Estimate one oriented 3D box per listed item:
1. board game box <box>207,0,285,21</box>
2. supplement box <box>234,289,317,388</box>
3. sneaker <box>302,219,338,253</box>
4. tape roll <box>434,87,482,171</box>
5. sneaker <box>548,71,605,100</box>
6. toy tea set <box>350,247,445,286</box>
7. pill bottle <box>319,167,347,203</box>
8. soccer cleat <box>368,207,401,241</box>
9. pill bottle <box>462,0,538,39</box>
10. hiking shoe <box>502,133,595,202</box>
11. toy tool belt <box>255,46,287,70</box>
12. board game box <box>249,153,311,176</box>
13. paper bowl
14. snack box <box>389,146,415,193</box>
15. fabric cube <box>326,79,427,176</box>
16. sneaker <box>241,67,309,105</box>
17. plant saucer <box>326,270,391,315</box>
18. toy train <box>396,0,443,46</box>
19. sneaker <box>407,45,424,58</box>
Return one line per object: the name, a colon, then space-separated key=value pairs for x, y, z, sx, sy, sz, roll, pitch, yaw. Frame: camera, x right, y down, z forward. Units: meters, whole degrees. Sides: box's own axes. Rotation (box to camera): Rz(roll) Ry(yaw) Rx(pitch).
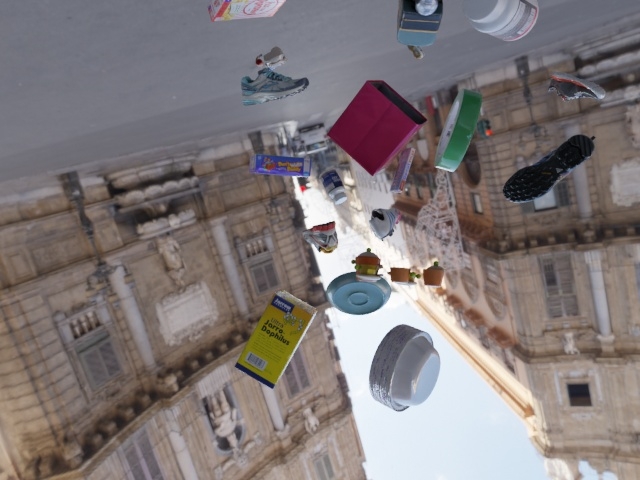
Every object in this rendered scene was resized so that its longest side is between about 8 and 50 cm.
board game box: x=-0.192 y=-0.655 z=1.197 sx=0.193 sy=0.045 sz=0.146 roll=-21 pitch=-171 yaw=-27
supplement box: x=-0.187 y=0.420 z=1.920 sx=0.195 sy=0.357 sz=0.194 roll=29 pitch=-179 yaw=5
sneaker: x=0.000 y=0.000 z=1.363 sx=0.087 sy=0.093 sz=0.225 roll=-14 pitch=179 yaw=-10
tape roll: x=0.551 y=-0.443 z=1.784 sx=0.077 sy=0.322 sz=0.321 roll=16 pitch=-165 yaw=4
sneaker: x=0.700 y=-0.409 z=1.211 sx=0.061 sy=0.065 sz=0.158 roll=-10 pitch=-139 yaw=-30
toy tea set: x=0.272 y=0.092 z=1.579 sx=0.335 sy=0.125 sz=0.200 roll=7 pitch=172 yaw=-8
pill bottle: x=0.049 y=-0.195 z=1.592 sx=0.067 sy=0.120 sz=0.067 roll=-24 pitch=166 yaw=-7
soccer cleat: x=0.326 y=-0.122 z=2.242 sx=0.116 sy=0.143 sz=0.331 roll=-31 pitch=-168 yaw=27
pill bottle: x=0.632 y=-0.821 z=1.561 sx=0.176 sy=0.177 sz=0.318 roll=-6 pitch=-174 yaw=44
hiking shoe: x=0.743 y=-0.221 z=1.429 sx=0.132 sy=0.113 sz=0.304 roll=-17 pitch=164 yaw=-49
toy tool belt: x=-0.137 y=-0.505 z=1.249 sx=0.083 sy=0.052 sz=0.051 roll=-23 pitch=161 yaw=10
board game box: x=-0.190 y=-0.333 z=1.982 sx=0.233 sy=0.078 sz=0.347 roll=3 pitch=-172 yaw=-14
paper bowl: x=0.301 y=0.440 z=1.497 sx=0.148 sy=0.285 sz=0.284 roll=16 pitch=-151 yaw=39
snack box: x=0.316 y=-0.270 z=1.706 sx=0.022 sy=0.178 sz=0.064 roll=22 pitch=171 yaw=-24
fabric cube: x=0.230 y=-0.448 z=1.750 sx=0.258 sy=0.259 sz=0.254 roll=-49 pitch=176 yaw=28
sneaker: x=-0.182 y=-0.591 z=1.663 sx=0.282 sy=0.122 sz=0.110 roll=-5 pitch=-160 yaw=20
plant saucer: x=0.184 y=0.268 z=2.125 sx=0.317 sy=0.318 sz=0.044 roll=-13 pitch=-139 yaw=14
toy train: x=0.252 y=-0.658 z=1.110 sx=0.142 sy=0.334 sz=0.190 roll=4 pitch=154 yaw=0
sneaker: x=0.322 y=-0.652 z=1.495 sx=0.037 sy=0.083 sz=0.032 roll=-29 pitch=-179 yaw=-38
